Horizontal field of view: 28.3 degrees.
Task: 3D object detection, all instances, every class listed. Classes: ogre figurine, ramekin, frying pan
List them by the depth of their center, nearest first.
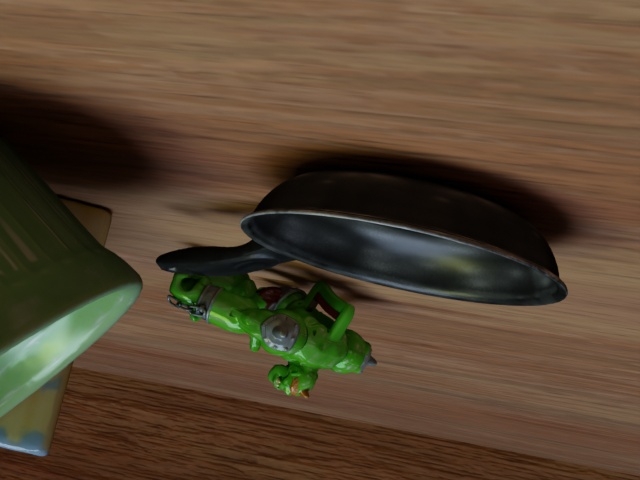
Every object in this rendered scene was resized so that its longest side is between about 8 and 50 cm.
[{"bbox_3d":[-0.275,0.058,0.787,0.148,0.303,0.303,53,167,3],"label":"ramekin"},{"bbox_3d":[0.028,0.008,0.814,0.197,0.053,0.326,17,169,-19],"label":"frying pan"},{"bbox_3d":[-0.032,0.072,1.092,0.118,0.097,0.197,26,163,39],"label":"ogre figurine"}]

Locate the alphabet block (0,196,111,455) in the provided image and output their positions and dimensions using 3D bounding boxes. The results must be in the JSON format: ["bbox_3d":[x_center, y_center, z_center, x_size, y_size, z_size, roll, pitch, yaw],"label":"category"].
[{"bbox_3d":[-0.290,0.060,1.035,0.192,0.197,0.193,15,168,-13],"label":"alphabet block"}]
